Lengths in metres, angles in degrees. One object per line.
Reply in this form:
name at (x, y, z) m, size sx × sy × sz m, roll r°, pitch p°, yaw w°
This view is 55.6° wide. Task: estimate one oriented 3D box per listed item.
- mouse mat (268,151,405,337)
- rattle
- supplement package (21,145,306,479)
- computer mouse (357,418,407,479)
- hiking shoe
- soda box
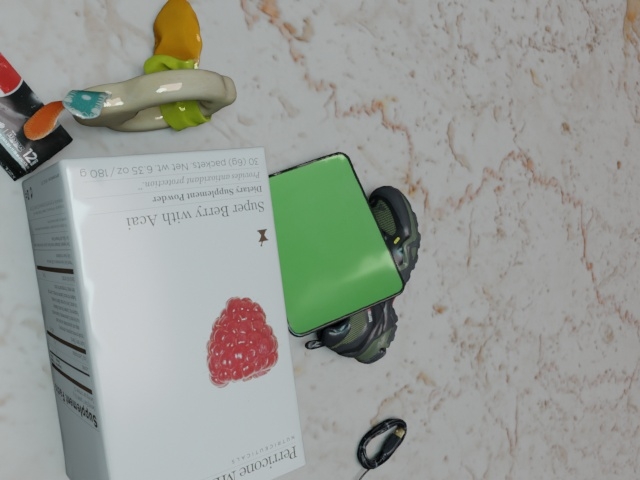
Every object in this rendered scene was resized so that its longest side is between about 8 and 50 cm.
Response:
mouse mat at (0.000, 0.000, 0.706) m, size 0.152 × 0.007 × 0.190 m, roll -21°, pitch 81°, yaw -17°
rattle at (-0.180, -0.167, 0.557) m, size 0.199 × 0.130 × 0.143 m, roll -12°, pitch 106°, yaw -45°
supplement package at (-0.145, 0.074, 0.557) m, size 0.177 × 0.175 × 0.293 m, roll -11°, pitch 95°, yaw -35°
computer mouse at (0.046, 0.328, 0.765) m, size 0.071 × 0.041 × 0.242 m, roll 48°, pitch 64°, yaw -23°
hiking shoe at (0.049, 0.033, 0.746) m, size 0.114 × 0.086 × 0.227 m, roll 18°, pitch 78°, yaw -34°
soda box at (-0.298, -0.136, 0.526) m, size 0.053 × 0.060 × 0.169 m, roll -48°, pitch 114°, yaw -29°
